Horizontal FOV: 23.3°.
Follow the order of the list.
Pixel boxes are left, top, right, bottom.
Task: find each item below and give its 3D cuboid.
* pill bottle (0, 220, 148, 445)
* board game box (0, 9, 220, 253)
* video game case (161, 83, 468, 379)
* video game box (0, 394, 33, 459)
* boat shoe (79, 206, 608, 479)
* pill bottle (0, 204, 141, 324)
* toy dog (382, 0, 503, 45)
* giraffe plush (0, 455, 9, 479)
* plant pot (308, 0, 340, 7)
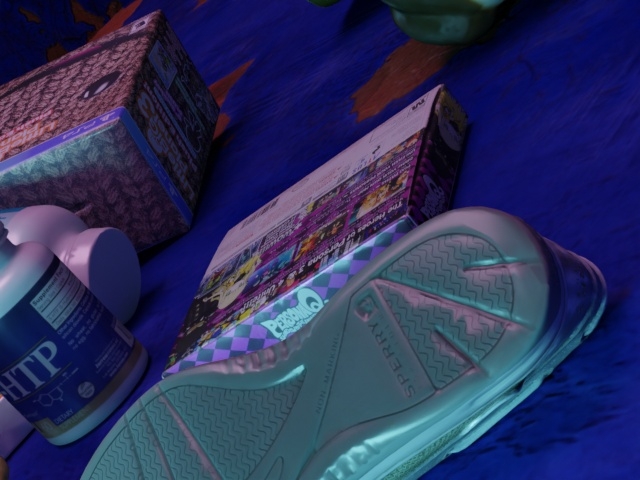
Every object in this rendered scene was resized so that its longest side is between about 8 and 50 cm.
[{"bbox_3d":[-0.241,0.066,1.265,0.112,0.187,0.112,-38,16,13],"label":"pill bottle"},{"bbox_3d":[-0.254,-0.091,1.662,0.232,0.141,0.291,-23,26,15],"label":"board game box"},{"bbox_3d":[0.000,0.000,1.142,0.232,0.042,0.210,-34,18,26],"label":"video game case"},{"bbox_3d":[-0.346,0.201,1.416,0.205,0.048,0.187,-49,20,-22],"label":"video game box"},{"bbox_3d":[0.003,0.097,0.805,0.320,0.103,0.118,-38,61,21],"label":"boat shoe"},{"bbox_3d":[-0.306,0.043,1.465,0.264,0.146,0.146,-6,32,24],"label":"pill bottle"},{"bbox_3d":[0.099,-0.354,1.406,0.284,0.395,0.408,-56,19,37],"label":"toy dog"},{"bbox_3d":[-0.261,0.224,1.001,0.170,0.181,0.210,-24,1,-15],"label":"giraffe plush"},{"bbox_3d":[0.093,-0.436,1.727,0.293,0.275,0.275,-16,26,23],"label":"plant pot"}]
